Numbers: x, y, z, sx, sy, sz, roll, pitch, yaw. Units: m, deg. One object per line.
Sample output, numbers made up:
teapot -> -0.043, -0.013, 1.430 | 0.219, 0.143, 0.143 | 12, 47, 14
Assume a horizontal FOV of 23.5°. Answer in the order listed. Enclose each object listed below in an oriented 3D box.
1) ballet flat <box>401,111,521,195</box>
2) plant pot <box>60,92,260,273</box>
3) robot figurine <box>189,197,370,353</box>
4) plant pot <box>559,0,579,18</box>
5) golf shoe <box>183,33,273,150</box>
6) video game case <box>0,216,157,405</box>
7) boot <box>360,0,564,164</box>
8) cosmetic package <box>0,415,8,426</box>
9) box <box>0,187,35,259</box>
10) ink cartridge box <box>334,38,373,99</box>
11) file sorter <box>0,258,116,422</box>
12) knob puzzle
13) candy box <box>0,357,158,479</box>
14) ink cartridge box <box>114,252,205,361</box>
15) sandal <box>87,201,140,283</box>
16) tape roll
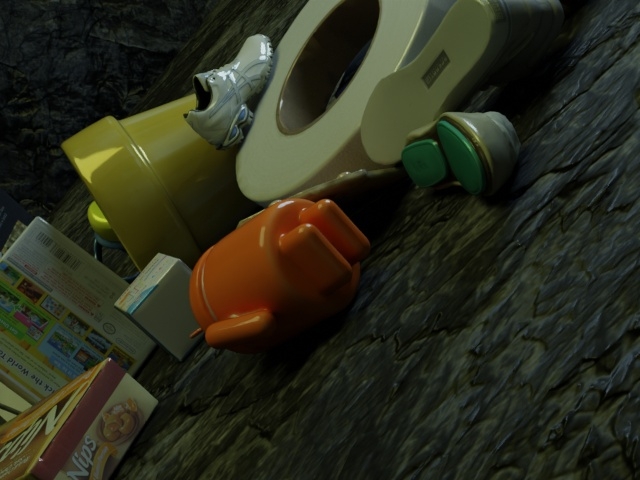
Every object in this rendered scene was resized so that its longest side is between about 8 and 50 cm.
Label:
ballet flat -> 0.144, -0.092, 1.469 | 0.086, 0.086, 0.248 | -48, 13, -6
plant pot -> -0.187, -0.087, 2.093 | 0.239, 0.254, 0.254 | -33, 13, -6
robot figurine -> -0.049, 0.039, 1.546 | 0.219, 0.128, 0.158 | -32, 53, 45
plant pot -> 0.234, -0.329, 1.699 | 0.167, 0.167, 0.165 | -35, 25, 37
golf shoe -> -0.119, -0.206, 1.989 | 0.069, 0.086, 0.176 | -26, 39, 53
video game case -> -0.332, 0.111, 1.962 | 0.206, 0.227, 0.026 | -55, 5, -31
boot -> 0.153, -0.166, 1.622 | 0.123, 0.095, 0.258 | -7, -25, -37
cosmetic package -> -0.476, 0.331, 1.979 | 0.107, 0.127, 0.238 | -32, 22, 46
box -> -0.460, 0.079, 2.317 | 0.165, 0.270, 0.143 | -36, 17, 37
ink cartridge box -> 0.110, -0.258, 2.032 | 0.165, 0.065, 0.333 | -38, 17, 27
file sorter -> -0.437, 0.145, 2.106 | 0.277, 0.173, 0.193 | -29, 46, 33
knob puzzle -> -0.019, -0.038, 1.658 | 0.213, 0.030, 0.213 | -23, -10, -4
candy box -> -0.342, 0.274, 1.825 | 0.316, 0.087, 0.183 | -31, 21, 45
ink cartridge box -> -0.188, 0.080, 1.907 | 0.092, 0.090, 0.143 | -49, 15, -9
sandal -> -0.284, -0.031, 2.446 | 0.317, 0.126, 0.138 | -48, -34, -62
tape roll -> 0.035, -0.201, 1.877 | 0.392, 0.072, 0.392 | -43, 30, 32
